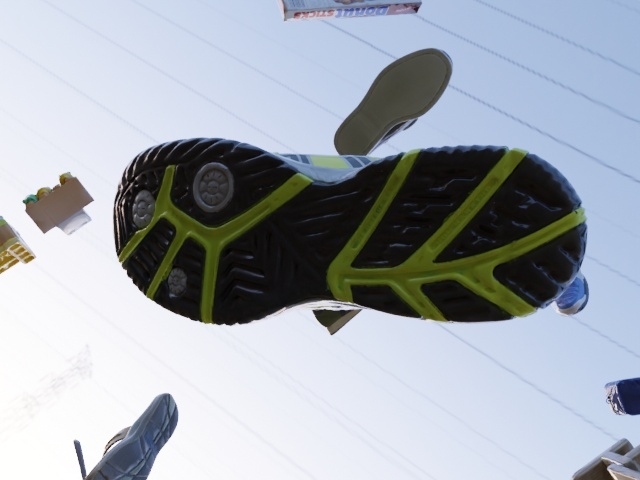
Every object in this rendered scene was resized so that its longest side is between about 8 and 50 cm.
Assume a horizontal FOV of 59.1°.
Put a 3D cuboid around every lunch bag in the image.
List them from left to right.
[{"bbox_3d":[0.590,0.295,1.067,0.065,0.098,0.067,77,5,-72],"label":"lunch bag"}]

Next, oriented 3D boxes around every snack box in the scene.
[{"bbox_3d":[0.032,-0.298,0.677,0.022,0.178,0.064,120,-45,-62],"label":"snack box"}]

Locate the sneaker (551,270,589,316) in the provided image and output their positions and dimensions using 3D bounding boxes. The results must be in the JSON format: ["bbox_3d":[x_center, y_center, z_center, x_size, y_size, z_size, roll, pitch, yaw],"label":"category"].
[{"bbox_3d":[0.456,0.051,1.085,0.080,0.211,0.081,-29,-53,34],"label":"sneaker"}]

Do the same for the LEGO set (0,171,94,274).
[{"bbox_3d":[-0.323,0.021,0.458,0.287,0.132,0.107,-42,-97,16],"label":"LEGO set"}]

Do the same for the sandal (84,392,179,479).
[{"bbox_3d":[-0.237,0.258,0.698,0.048,0.180,0.072,-5,-67,18],"label":"sandal"}]

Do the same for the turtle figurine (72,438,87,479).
[{"bbox_3d":[-0.311,0.399,0.606,0.266,0.197,0.275,11,-96,34],"label":"turtle figurine"}]

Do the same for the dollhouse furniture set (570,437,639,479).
[{"bbox_3d":[0.348,0.341,0.534,0.242,0.160,0.212,58,-8,9],"label":"dollhouse furniture set"}]

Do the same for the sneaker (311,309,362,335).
[{"bbox_3d":[0.052,0.101,1.109,0.086,0.064,0.192,45,-65,-1],"label":"sneaker"}]

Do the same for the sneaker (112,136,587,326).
[{"bbox_3d":[0.000,0.000,0.454,0.384,0.147,0.145,7,-90,24],"label":"sneaker"}]

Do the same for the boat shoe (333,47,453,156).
[{"bbox_3d":[0.139,-0.262,1.072,0.302,0.091,0.114,-31,-83,45],"label":"boat shoe"}]
